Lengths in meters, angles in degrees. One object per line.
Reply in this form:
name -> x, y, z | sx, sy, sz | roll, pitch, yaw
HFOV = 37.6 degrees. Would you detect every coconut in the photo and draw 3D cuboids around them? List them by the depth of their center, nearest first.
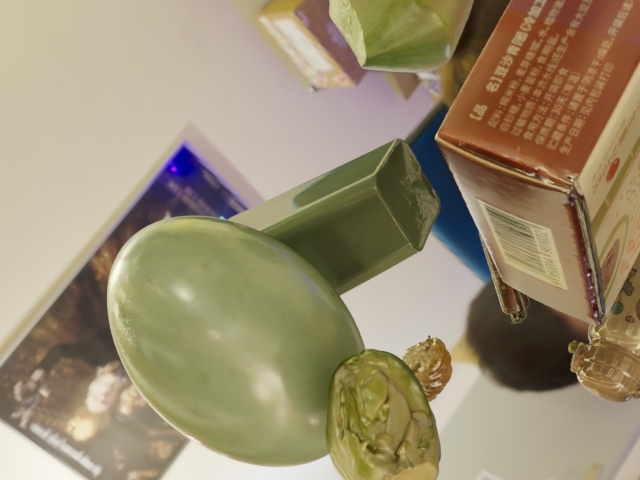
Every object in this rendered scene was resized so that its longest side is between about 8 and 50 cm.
coconut -> 0.112, -0.341, 1.348 | 0.204, 0.236, 0.236 | 24, 163, 13

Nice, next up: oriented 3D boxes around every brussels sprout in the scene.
brussels sprout -> 0.073, 0.217, 1.066 | 0.145, 0.131, 0.183 | 98, 162, -52

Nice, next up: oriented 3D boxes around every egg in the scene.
egg -> -0.106, 0.132, 1.229 | 0.389, 0.276, 0.276 | 45, 165, -11

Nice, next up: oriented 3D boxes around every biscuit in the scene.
biscuit -> 0.169, 0.256, 1.689 | 0.118, 0.183, 0.061 | 42, -159, -24

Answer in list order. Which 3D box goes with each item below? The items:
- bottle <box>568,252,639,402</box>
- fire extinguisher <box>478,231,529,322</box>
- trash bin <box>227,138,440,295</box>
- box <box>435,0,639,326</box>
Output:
bottle -> 0.403, 0.108, 1.239 | 0.110, 0.209, 0.097 | 23, 163, 23
fire extinguisher -> 0.276, 0.055, 1.386 | 0.158, 0.043, 0.064 | 70, 166, -13
trash bin -> 0.000, 0.000, 1.454 | 0.343, 0.223, 0.158 | -25, 105, 26
box -> 0.277, -0.156, 0.855 | 0.122, 0.385, 0.344 | 25, 169, 26
